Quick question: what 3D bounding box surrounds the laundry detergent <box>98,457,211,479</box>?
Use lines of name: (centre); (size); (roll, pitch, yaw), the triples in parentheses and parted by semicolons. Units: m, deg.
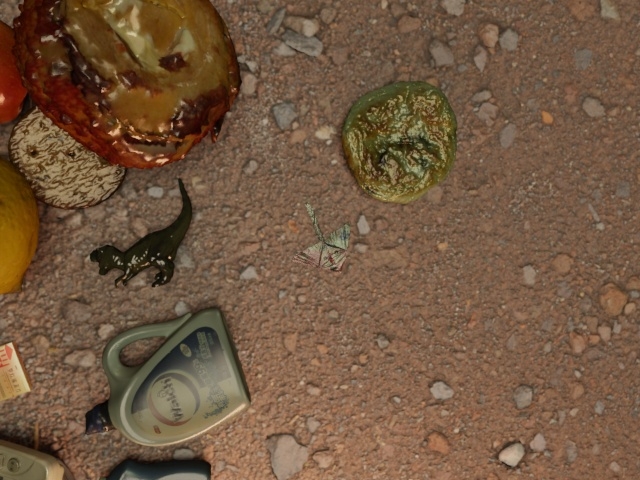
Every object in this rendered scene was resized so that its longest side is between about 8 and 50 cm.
laundry detergent: (-0.305, 0.446, 0.977); (0.206, 0.061, 0.097); (6, 101, -11)

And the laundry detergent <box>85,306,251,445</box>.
laundry detergent: (-0.280, 0.250, 0.945); (0.280, 0.105, 0.215); (-19, 84, -5)

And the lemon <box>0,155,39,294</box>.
lemon: (-0.550, -0.033, 0.812); (0.228, 0.228, 0.254); (-6, 91, -11)

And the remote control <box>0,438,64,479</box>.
remote control: (-0.538, 0.377, 0.899); (0.230, 0.049, 0.090); (8, 92, 13)

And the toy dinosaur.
toy dinosaur: (-0.311, -0.009, 0.931); (0.187, 0.087, 0.179); (-9, 97, -12)

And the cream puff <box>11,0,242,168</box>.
cream puff: (-0.294, -0.269, 0.834); (0.350, 0.228, 0.351); (13, 69, -38)

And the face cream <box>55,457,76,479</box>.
face cream: (-0.559, 0.483, 0.922); (0.269, 0.073, 0.107); (-31, 83, -8)

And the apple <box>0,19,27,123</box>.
apple: (-0.521, -0.262, 0.838); (0.139, 0.163, 0.163); (29, 88, -19)

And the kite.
kite: (0.000, 0.000, 1.033); (0.137, 0.005, 0.153); (-33, 98, -8)

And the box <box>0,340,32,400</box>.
box: (-0.546, 0.227, 0.936); (0.058, 0.015, 0.093); (-19, 98, -11)

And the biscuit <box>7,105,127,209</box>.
biscuit: (-0.423, -0.145, 0.917); (0.187, 0.027, 0.188); (-4, 101, -19)

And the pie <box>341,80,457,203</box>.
pie: (0.151, -0.188, 1.025); (0.240, 0.054, 0.241); (-1, 96, -10)

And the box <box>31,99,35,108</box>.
box: (-0.463, -0.250, 0.915); (0.048, 0.025, 0.115); (2, 94, -10)
